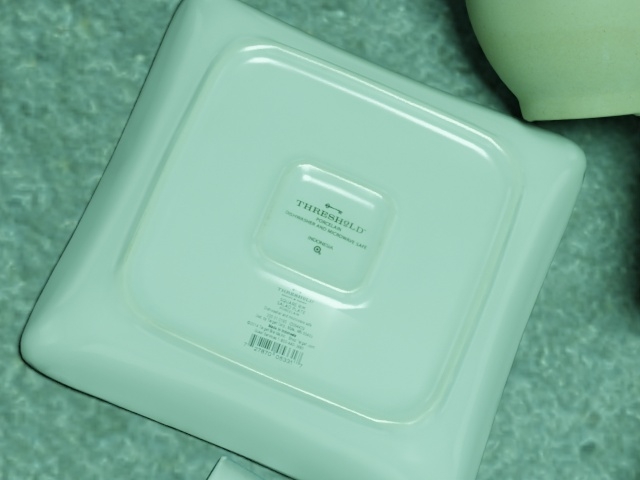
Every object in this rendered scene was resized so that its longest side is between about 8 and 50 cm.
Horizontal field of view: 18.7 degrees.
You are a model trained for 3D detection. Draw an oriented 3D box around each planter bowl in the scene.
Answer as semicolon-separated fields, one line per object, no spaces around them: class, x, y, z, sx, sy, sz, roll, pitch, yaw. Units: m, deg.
planter bowl;0.169;-0.130;1.192;0.162;0.162;0.109;-8;97;-13

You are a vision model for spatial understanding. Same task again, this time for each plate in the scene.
plate;0.000;0.000;1.156;0.277;0.045;0.278;23;67;-1

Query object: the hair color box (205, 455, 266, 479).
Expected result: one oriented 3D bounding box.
hair color box;0.055;0.295;1.011;0.374;0.113;0.185;30;66;3
